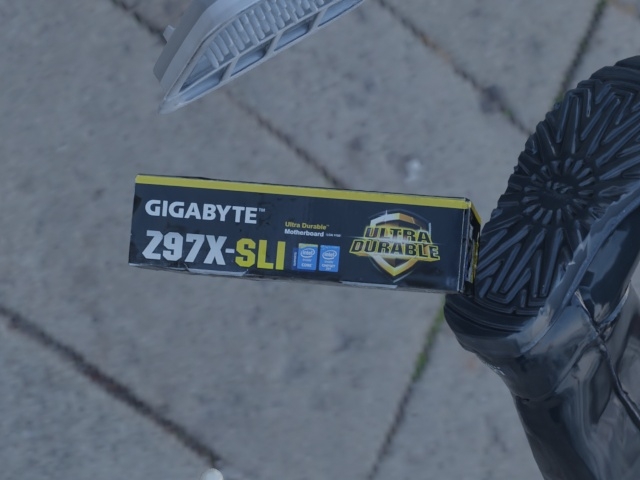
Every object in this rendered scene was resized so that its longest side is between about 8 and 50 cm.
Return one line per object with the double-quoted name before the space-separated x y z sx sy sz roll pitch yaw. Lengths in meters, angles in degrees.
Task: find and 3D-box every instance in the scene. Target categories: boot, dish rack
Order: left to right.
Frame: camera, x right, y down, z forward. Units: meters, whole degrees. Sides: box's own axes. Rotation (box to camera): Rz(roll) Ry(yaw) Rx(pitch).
"dish rack" -0.034 -0.248 1.842 0.285 0.333 0.072 -31 88 -18
"boot" 0.320 0.069 1.989 0.367 0.146 0.445 -51 138 -12

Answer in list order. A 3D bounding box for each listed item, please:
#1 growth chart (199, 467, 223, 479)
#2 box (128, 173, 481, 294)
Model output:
"growth chart" -0.088 0.263 1.323 0.172 0.237 0.021 47 27 -7
"box" 0.000 0.000 1.575 0.257 0.322 0.079 6 88 7
